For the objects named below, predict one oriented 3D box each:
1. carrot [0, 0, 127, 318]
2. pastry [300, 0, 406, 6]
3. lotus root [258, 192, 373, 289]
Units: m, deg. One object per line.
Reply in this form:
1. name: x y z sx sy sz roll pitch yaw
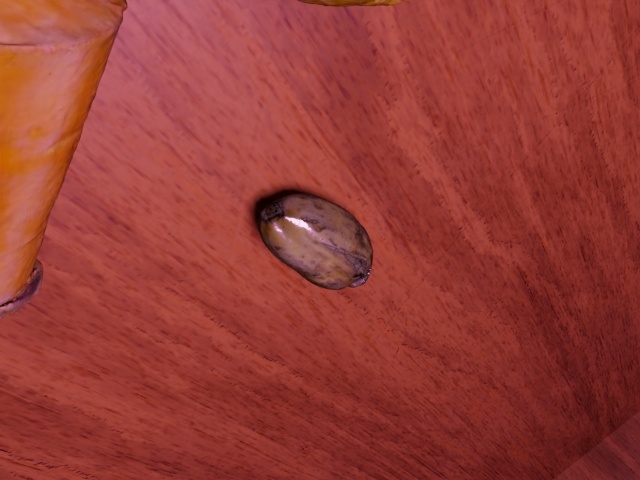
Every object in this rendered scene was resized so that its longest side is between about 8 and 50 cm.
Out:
1. carrot: -0.253 -0.085 0.430 0.196 0.196 0.254 0 137 -34
2. pastry: 0.046 -0.312 0.375 0.356 0.164 0.356 -35 151 -23
3. lotus root: 0.000 0.000 0.710 0.089 0.080 0.179 -36 135 18
